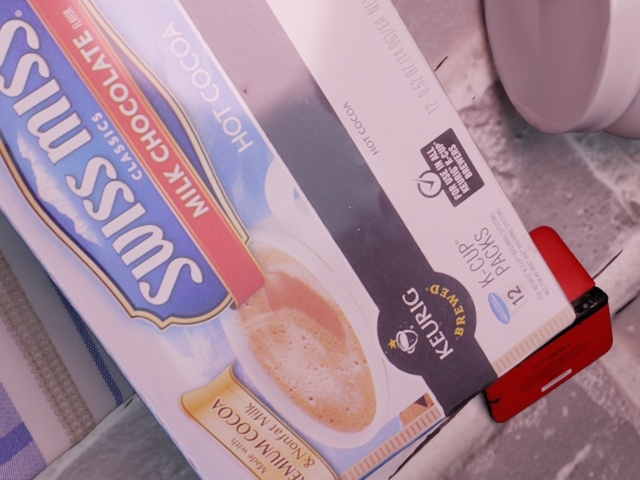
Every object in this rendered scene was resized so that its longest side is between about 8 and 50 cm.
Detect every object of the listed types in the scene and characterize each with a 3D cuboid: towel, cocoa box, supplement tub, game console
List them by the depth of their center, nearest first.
[{"bbox_3d":[-0.061,-0.042,0.543,0.228,0.231,0.347,-35,103,-9],"label":"cocoa box"},{"bbox_3d":[-0.196,0.032,0.635,0.285,0.034,0.209,-43,110,-52],"label":"towel"},{"bbox_3d":[0.328,-0.214,0.718,0.331,0.241,0.241,-11,99,-13],"label":"supplement tub"},{"bbox_3d":[0.193,0.081,0.835,0.144,0.085,0.124,-32,133,-8],"label":"game console"}]
